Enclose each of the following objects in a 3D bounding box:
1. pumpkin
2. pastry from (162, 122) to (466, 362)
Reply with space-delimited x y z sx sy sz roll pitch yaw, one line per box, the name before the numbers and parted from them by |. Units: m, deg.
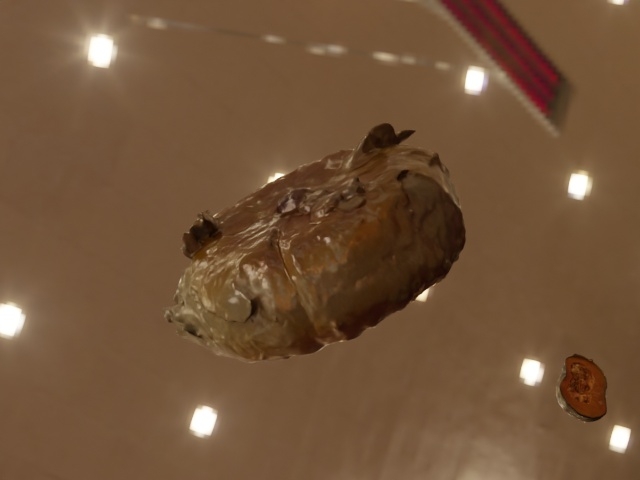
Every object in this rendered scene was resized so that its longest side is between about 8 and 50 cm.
pumpkin | 0.242 0.143 1.723 0.028 0.050 0.083 -59 3 40
pastry | 0.000 0.002 1.536 0.257 0.235 0.121 -46 -63 -48
